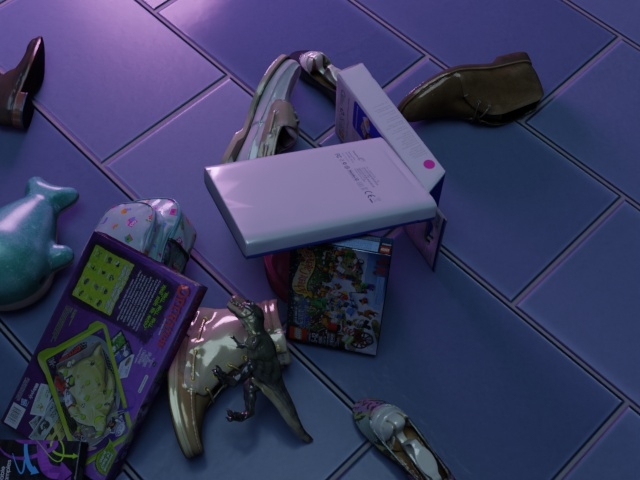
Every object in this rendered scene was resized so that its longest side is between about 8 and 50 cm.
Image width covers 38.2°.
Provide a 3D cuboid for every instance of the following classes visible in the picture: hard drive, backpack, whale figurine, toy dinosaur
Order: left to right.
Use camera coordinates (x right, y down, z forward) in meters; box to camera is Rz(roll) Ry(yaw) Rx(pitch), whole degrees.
[{"bbox_3d":[-0.534,-0.012,1.625,0.216,0.141,0.272,19,60,12],"label":"whale figurine"},{"bbox_3d":[-0.310,0.009,1.605,0.166,0.144,0.188,-3,45,28],"label":"backpack"},{"bbox_3d":[-0.102,0.220,1.449,0.118,0.064,0.268,-25,96,-30],"label":"toy dinosaur"},{"bbox_3d":[-0.003,-0.075,1.486,0.319,0.040,0.210,-12,42,-20],"label":"hard drive"}]

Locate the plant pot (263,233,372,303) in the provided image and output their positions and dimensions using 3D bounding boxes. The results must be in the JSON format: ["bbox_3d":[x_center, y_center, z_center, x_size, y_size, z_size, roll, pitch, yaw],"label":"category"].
[{"bbox_3d":[0.000,0.000,1.595,0.201,0.180,0.201,0,59,0],"label":"plant pot"}]

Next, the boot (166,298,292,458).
[{"bbox_3d":[-0.147,0.219,1.515,0.203,0.095,0.262,-5,56,-5],"label":"boot"}]

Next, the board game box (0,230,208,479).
[{"bbox_3d":[-0.345,0.183,1.470,0.208,0.056,0.347,27,91,19],"label":"board game box"}]

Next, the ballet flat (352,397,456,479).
[{"bbox_3d":[0.136,0.321,1.457,0.077,0.079,0.221,-34,64,-19],"label":"ballet flat"}]

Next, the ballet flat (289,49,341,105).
[{"bbox_3d":[0.011,-0.340,1.868,0.074,0.074,0.203,-36,65,-20],"label":"ballet flat"}]

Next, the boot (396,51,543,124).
[{"bbox_3d":[0.299,-0.276,1.815,0.305,0.112,0.115,-18,71,-13],"label":"boot"}]

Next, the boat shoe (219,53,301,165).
[{"bbox_3d":[-0.091,-0.217,1.776,0.103,0.113,0.302,19,71,10],"label":"boat shoe"}]

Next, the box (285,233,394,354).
[{"bbox_3d":[0.028,0.083,1.513,0.159,0.233,0.044,9,42,6],"label":"box"}]

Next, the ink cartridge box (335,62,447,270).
[{"bbox_3d":[0.139,-0.136,1.680,0.069,0.175,0.371,-23,61,-14],"label":"ink cartridge box"}]

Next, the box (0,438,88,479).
[{"bbox_3d":[-0.444,0.367,1.426,0.162,0.029,0.116,-3,71,15],"label":"box"}]

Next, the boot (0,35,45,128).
[{"bbox_3d":[-0.621,-0.325,1.853,0.106,0.082,0.219,5,60,0],"label":"boot"}]
